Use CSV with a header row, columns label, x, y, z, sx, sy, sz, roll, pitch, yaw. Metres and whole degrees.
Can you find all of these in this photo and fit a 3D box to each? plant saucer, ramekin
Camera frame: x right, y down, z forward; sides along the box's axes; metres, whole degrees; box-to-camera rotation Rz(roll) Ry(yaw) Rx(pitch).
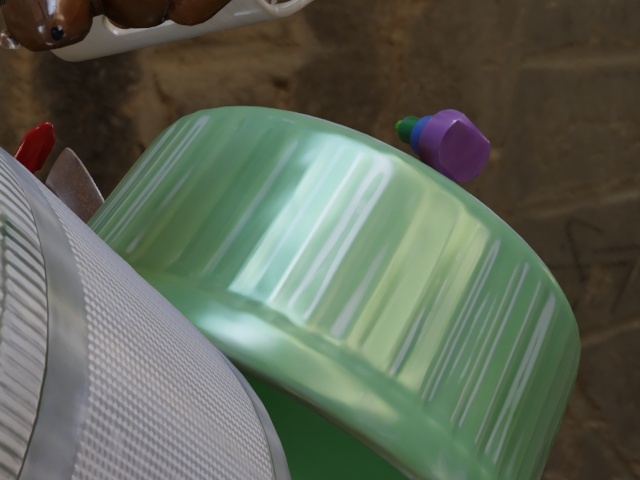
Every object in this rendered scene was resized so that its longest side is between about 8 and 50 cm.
label,x,y,z,sx,sy,sz,roll,pitch,yaw
plant saucer,-0.167,0.012,1.061,0.029,0.168,0.168,-25,-45,-14
ramekin,-0.007,0.065,0.775,0.148,0.303,0.303,-60,-31,-24

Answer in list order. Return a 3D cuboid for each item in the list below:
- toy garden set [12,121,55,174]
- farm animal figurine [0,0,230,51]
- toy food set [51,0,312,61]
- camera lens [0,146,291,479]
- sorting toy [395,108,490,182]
label,x,y,z,sx,sy,sz,roll,pitch,yaw
toy garden set,-0.245,0.002,0.856,0.049,0.204,0.244,-94,23,-64
farm animal figurine,-0.161,-0.235,0.589,0.330,0.172,0.326,57,-159,-44
toy food set,-0.072,-0.246,1.172,0.306,0.220,0.092,-43,-61,-48
camera lens,-0.146,0.072,0.406,0.219,0.219,0.274,-55,-35,-12
sorting toy,0.000,0.000,1.350,0.365,0.126,0.127,-45,-55,-14
